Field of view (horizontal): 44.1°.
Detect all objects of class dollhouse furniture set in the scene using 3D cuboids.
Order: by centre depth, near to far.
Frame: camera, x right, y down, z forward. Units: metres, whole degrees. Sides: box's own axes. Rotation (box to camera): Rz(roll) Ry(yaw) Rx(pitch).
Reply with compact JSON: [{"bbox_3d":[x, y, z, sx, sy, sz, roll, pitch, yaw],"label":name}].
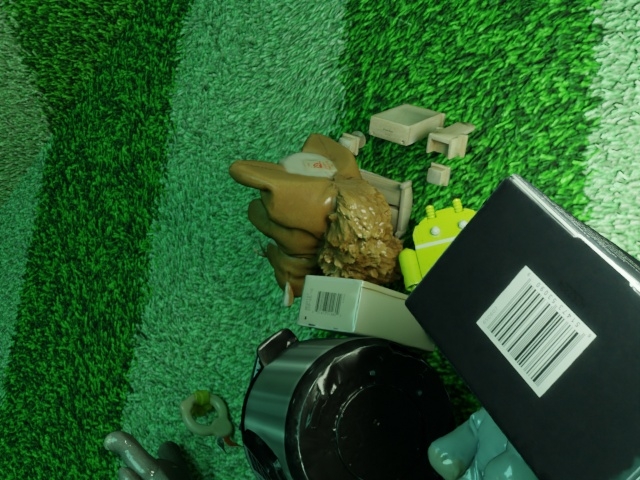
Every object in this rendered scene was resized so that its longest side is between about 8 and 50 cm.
[{"bbox_3d":[0.203,-0.132,1.915,0.303,0.174,0.355,21,120,29],"label":"dollhouse furniture set"}]

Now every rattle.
[{"bbox_3d":[-0.301,0.511,2.118,0.200,0.130,0.142,44,119,12],"label":"rattle"}]

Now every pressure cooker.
[{"bbox_3d":[0.036,0.386,1.649,0.420,0.376,0.369,166,116,-66],"label":"pressure cooker"}]

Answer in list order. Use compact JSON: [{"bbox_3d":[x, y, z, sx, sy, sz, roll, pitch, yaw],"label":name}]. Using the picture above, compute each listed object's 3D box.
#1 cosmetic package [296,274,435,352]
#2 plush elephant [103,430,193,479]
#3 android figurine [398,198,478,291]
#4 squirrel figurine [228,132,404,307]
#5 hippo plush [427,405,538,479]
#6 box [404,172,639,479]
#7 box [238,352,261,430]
[{"bbox_3d":[0.111,0.162,1.720,0.160,0.309,0.113,4,80,39],"label":"cosmetic package"},{"bbox_3d":[-0.450,0.694,2.044,0.330,0.272,0.255,41,93,30],"label":"plush elephant"},{"bbox_3d":[0.297,0.035,1.725,0.248,0.056,0.272,-12,64,7],"label":"android figurine"},{"bbox_3d":[0.000,0.000,1.839,0.397,0.281,0.370,28,129,28],"label":"squirrel figurine"},{"bbox_3d":[0.370,0.399,1.423,0.294,0.234,0.237,-46,18,-14],"label":"hippo plush"},{"bbox_3d":[0.471,0.202,1.258,0.297,0.472,0.480,-53,41,16],"label":"box"},{"bbox_3d":[-0.109,0.397,2.001,0.175,0.051,0.220,8,82,41],"label":"box"}]
